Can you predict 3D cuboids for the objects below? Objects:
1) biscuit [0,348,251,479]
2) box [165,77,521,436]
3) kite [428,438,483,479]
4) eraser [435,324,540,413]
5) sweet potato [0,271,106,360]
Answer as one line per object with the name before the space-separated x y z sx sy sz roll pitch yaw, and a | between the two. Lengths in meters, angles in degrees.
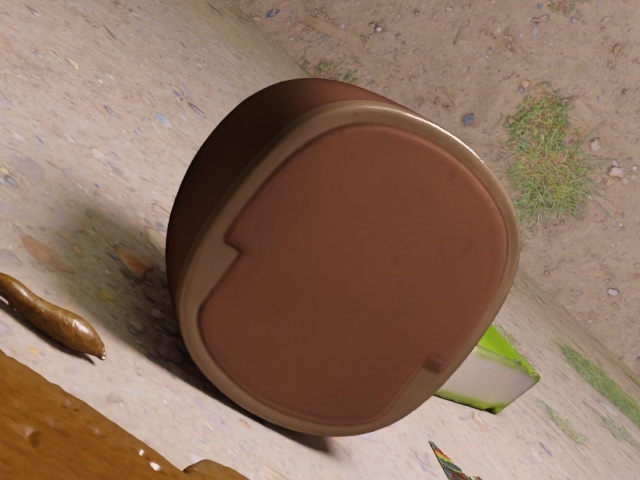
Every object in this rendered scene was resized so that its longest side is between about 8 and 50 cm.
biscuit | -0.114 0.160 0.524 0.394 0.076 0.368 37 3 -22
box | 0.000 0.000 0.992 0.301 0.301 0.216 33 6 -27
kite | 0.155 0.256 1.161 0.122 0.004 0.090 45 14 19
eraser | 0.152 0.105 1.475 0.210 0.092 0.274 26 17 -49
sweet potato | -0.201 0.052 0.794 0.115 0.026 0.026 37 13 -14
